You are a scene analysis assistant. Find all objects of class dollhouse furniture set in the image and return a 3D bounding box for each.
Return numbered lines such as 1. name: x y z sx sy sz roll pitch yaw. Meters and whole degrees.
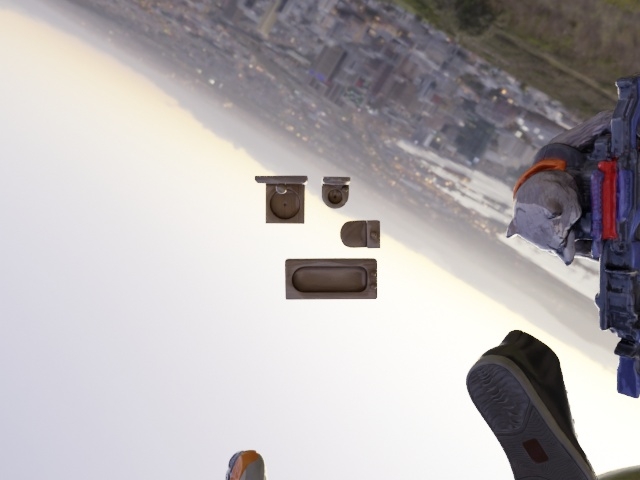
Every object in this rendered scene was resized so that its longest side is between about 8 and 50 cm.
1. dollhouse furniture set: 0.000 0.000 0.824 0.144 0.151 0.123 0 -177 -1

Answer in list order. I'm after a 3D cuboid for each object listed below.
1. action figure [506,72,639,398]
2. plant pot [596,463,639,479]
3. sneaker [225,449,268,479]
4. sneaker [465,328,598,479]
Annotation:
1. action figure: 0.330 -0.006 0.821 0.330 0.341 0.178 1 -176 -42
2. plant pot: 0.385 0.400 0.873 0.275 0.275 0.293 34 -149 30
3. sneaker: -0.056 0.377 0.895 0.121 0.262 0.099 -6 -161 -8
4. sneaker: 0.242 0.199 0.726 0.118 0.083 0.222 -25 -93 -53
